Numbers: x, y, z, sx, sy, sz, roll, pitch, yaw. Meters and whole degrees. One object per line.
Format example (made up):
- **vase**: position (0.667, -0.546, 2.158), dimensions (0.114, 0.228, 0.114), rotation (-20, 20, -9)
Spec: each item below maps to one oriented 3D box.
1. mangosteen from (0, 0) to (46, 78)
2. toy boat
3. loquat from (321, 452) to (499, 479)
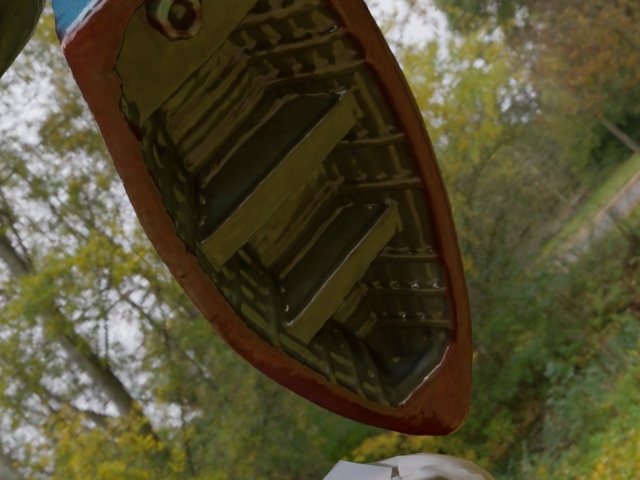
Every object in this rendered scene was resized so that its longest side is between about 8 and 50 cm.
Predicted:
- **mangosteen**: position (-0.214, -0.162, 0.375), dimensions (0.235, 0.235, 0.261), rotation (-40, 0, -38)
- **toy boat**: position (0.000, 0.000, 0.456), dimensions (0.136, 0.079, 0.392), rotation (-47, -35, -11)
- **loquat**: position (0.058, 0.246, 0.582), dimensions (0.235, 0.235, 0.235), rotation (-45, -9, -9)
